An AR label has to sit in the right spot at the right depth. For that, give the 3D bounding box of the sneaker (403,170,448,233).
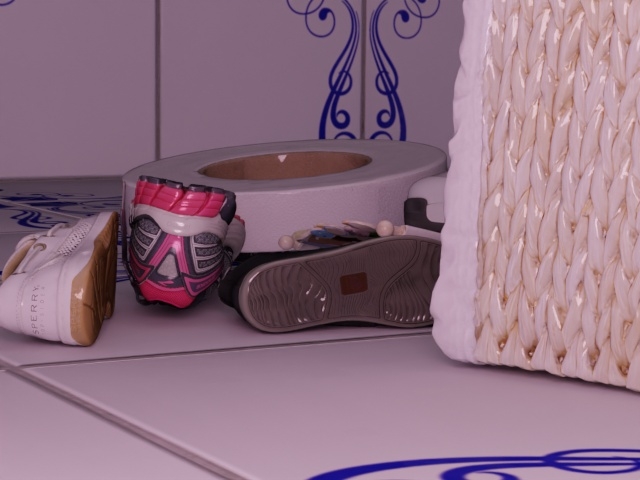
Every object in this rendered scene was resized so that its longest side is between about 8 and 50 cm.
[{"bbox_3d":[0.289,-0.140,1.627,0.447,0.258,0.169,-10,-4,5],"label":"sneaker"}]

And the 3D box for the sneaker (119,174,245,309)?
[{"bbox_3d":[-0.142,0.014,1.585,0.120,0.112,0.299,10,-7,2],"label":"sneaker"}]

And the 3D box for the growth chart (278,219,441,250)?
[{"bbox_3d":[0.060,0.003,1.592,0.172,0.021,0.237,9,-7,-27],"label":"growth chart"}]

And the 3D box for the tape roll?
[{"bbox_3d":[-0.041,-0.058,1.954,0.392,0.072,0.392,-4,12,1],"label":"tape roll"}]

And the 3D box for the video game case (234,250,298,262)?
[{"bbox_3d":[0.000,0.000,2.001,0.210,0.042,0.232,6,8,39],"label":"video game case"}]

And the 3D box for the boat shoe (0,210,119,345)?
[{"bbox_3d":[-0.230,0.027,1.443,0.096,0.098,0.277,1,7,-1],"label":"boat shoe"}]

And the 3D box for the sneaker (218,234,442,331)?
[{"bbox_3d":[0.022,0.033,1.484,0.222,0.083,0.118,-2,6,-18],"label":"sneaker"}]

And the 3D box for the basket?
[{"bbox_3d":[0.293,-0.057,1.264,0.266,0.331,0.328,14,14,42],"label":"basket"}]
